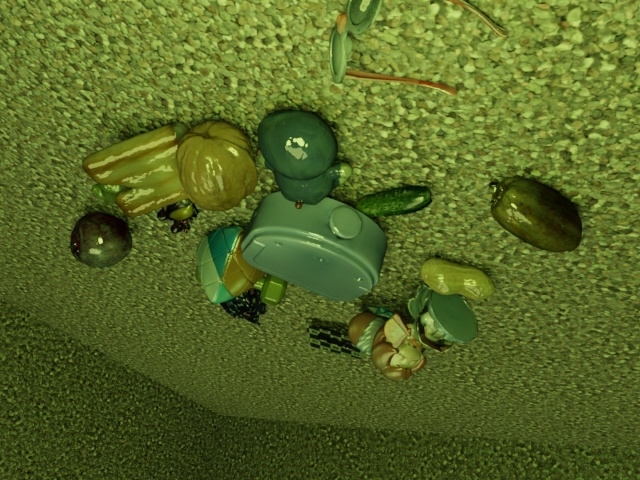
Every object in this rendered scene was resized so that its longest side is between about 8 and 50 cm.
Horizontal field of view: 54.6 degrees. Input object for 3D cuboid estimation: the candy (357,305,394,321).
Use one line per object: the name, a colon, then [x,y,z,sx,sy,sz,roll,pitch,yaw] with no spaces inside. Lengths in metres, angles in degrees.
candy: [0.201,0.249,2.131,0.136,0.038,0.088,19,162,-8]

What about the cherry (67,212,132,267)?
cherry: [-0.705,0.002,1.994,0.195,0.195,0.195,12,151,7]

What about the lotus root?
lotus root: [0.481,-0.054,1.369,0.241,0.124,0.123,25,160,-16]

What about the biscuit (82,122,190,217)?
biscuit: [-0.422,-0.176,1.576,0.290,0.062,0.237,-20,141,11]

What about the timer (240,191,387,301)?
timer: [0.000,0.000,1.639,0.394,0.173,0.395,16,155,8]

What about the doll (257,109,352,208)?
doll: [-0.046,-0.190,1.387,0.228,0.154,0.258,11,144,16]

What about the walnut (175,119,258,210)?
walnut: [-0.238,-0.169,1.444,0.213,0.213,0.213,12,151,7]

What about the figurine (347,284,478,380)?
figurine: [0.283,0.293,1.959,0.276,0.248,0.388,25,132,-21]

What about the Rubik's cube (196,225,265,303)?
Rubik's cube: [-0.275,0.053,1.939,0.254,0.255,0.254,12,151,7]

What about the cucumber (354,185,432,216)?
cucumber: [0.170,-0.092,1.517,0.227,0.069,0.069,-7,144,39]

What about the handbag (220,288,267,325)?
handbag: [-0.285,0.210,2.211,0.161,0.113,0.260,12,155,17]

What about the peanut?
peanut: [0.383,0.109,1.734,0.214,0.099,0.090,12,125,3]

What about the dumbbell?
dumbbell: [-0.258,0.121,2.047,0.301,0.108,0.121,18,159,-5]

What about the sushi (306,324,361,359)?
sushi: [0.061,0.376,2.403,0.215,0.051,0.192,13,148,15]

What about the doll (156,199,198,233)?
doll: [-0.409,-0.092,1.775,0.127,0.088,0.248,26,153,-18]

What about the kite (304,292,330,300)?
kite: [-0.013,0.173,2.130,0.152,0.005,0.137,-13,138,41]

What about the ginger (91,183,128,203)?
ginger: [-0.546,-0.171,1.706,0.289,0.089,0.137,-17,126,48]

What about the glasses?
glasses: [0.155,-0.357,1.091,0.268,0.118,0.234,3,154,-20]
